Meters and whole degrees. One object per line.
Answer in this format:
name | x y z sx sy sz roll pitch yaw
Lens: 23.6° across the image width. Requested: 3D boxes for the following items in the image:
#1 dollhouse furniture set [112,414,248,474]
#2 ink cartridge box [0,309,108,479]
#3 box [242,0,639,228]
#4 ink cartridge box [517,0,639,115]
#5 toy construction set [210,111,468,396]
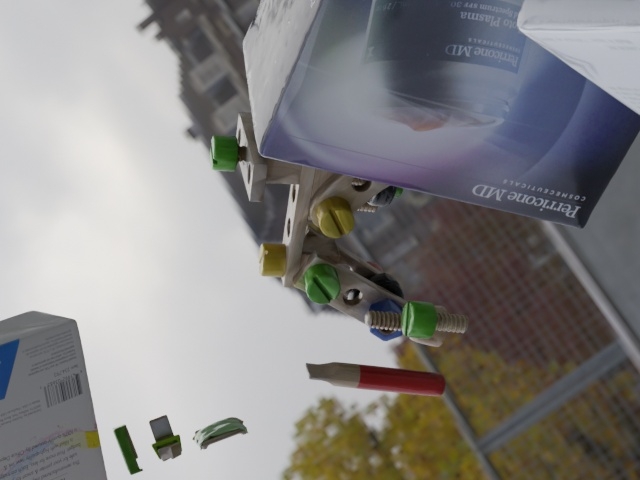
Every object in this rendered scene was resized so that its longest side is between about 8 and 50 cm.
dollhouse furniture set | -0.166 0.224 1.824 0.076 0.152 0.058 167 83 -80
ink cartridge box | -0.269 0.192 1.360 0.134 0.078 0.231 -19 -73 -40
box | 0.126 -0.193 1.213 0.296 0.294 0.183 12 -142 -17
ink cartridge box | 0.338 -0.059 0.809 0.385 0.091 0.308 27 173 -29
toy construction set | 0.000 0.000 1.508 0.237 0.257 0.309 6 -126 -18
